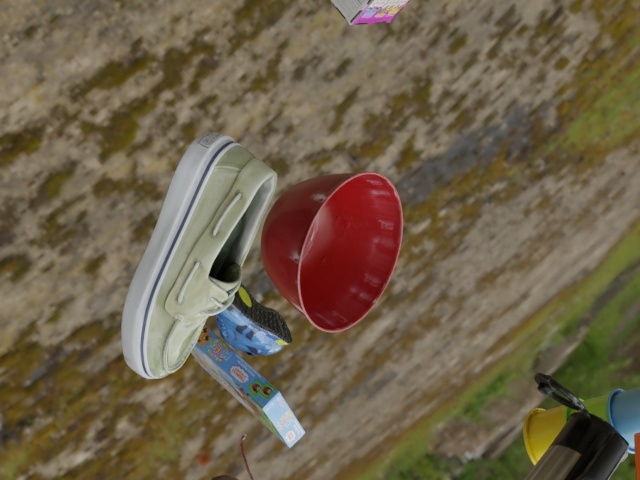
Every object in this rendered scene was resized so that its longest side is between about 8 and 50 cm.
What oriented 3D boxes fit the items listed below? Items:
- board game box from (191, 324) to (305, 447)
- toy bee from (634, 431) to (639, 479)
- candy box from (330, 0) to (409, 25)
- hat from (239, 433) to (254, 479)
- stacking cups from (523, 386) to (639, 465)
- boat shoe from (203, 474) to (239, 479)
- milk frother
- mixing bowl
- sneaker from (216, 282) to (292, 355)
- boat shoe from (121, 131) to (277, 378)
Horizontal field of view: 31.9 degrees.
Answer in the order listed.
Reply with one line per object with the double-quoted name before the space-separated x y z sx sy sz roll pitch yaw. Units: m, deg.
"board game box" -0.122 0.200 1.638 0.039 0.211 0.160 -44 149 -13
"toy bee" 0.352 0.179 0.886 0.162 0.195 0.298 1 -174 5
"candy box" 0.142 -0.491 2.002 0.233 0.071 0.159 -43 168 31
"hat" -0.048 0.353 1.263 0.173 0.209 0.183 -25 114 -50
"stacking cups" 0.406 0.222 1.404 0.316 0.096 0.096 -26 175 42
"boat shoe" -0.150 0.320 0.984 0.095 0.095 0.257 -24 -163 44
"milk frother" 0.277 0.251 1.328 0.135 0.143 0.129 -44 162 -29
"mixing bowl" 0.000 0.000 1.233 0.181 0.098 0.181 -27 127 -43
"sneaker" -0.117 0.113 1.545 0.082 0.069 0.209 -26 147 13
"boat shoe" -0.134 0.034 1.206 0.109 0.094 0.302 -23 138 -55
